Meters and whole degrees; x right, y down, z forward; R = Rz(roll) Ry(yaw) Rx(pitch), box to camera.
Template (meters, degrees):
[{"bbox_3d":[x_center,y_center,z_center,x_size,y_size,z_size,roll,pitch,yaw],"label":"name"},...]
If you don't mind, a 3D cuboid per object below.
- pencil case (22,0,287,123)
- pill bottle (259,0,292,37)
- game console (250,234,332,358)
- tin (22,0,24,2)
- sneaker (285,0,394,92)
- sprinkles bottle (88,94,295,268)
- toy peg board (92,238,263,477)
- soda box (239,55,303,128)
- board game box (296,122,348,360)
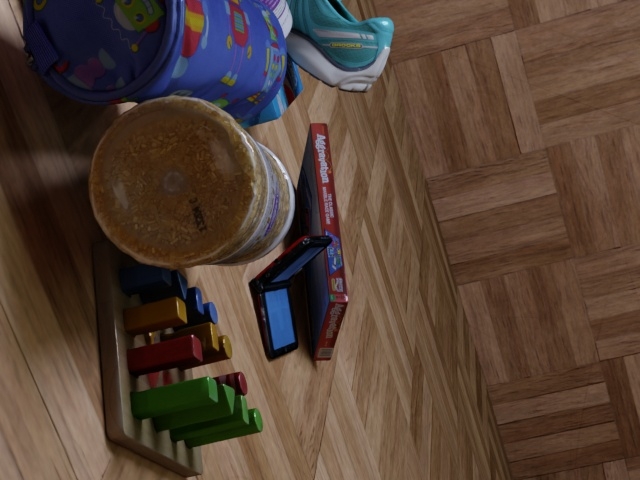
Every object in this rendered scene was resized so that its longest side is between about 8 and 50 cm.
[{"bbox_3d":[-0.122,-0.154,0.973,0.306,0.133,0.119,-9,80,-76],"label":"pencil case"},{"bbox_3d":[-0.111,-0.306,1.397,0.108,0.108,0.193,-91,163,-47],"label":"pill bottle"},{"bbox_3d":[-0.023,0.062,1.448,0.085,0.124,0.144,50,9,7],"label":"game console"},{"bbox_3d":[-0.208,-0.227,1.029,0.106,0.040,0.189,69,13,-50],"label":"tin"},{"bbox_3d":[-0.022,-0.285,1.523,0.275,0.110,0.107,36,19,23],"label":"sneaker"},{"bbox_3d":[-0.092,-0.037,1.010,0.355,0.121,0.121,9,68,-87],"label":"sprinkles bottle"},{"bbox_3d":[-0.109,0.092,1.004,0.161,0.079,0.160,53,26,-63],"label":"toy peg board"},{"bbox_3d":[-0.076,-0.188,1.513,0.210,0.071,0.067,-67,141,-72],"label":"soda box"},{"bbox_3d":[0.000,0.000,1.620,0.145,0.027,0.281,106,-18,-53],"label":"board game box"}]
